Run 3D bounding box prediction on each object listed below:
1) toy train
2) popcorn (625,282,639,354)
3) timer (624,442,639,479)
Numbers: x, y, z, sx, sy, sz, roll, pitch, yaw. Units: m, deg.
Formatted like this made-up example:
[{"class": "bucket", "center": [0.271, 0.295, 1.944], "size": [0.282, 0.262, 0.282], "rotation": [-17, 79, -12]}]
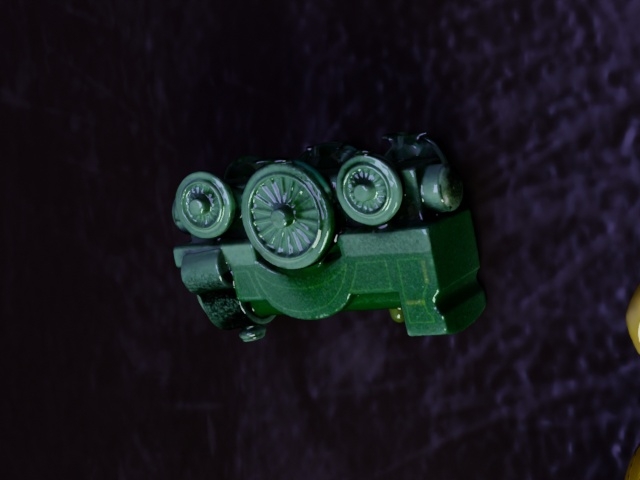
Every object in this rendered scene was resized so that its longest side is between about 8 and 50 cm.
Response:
[{"class": "toy train", "center": [0.000, 0.000, 0.993], "size": [0.178, 0.071, 0.105], "rotation": [-5, 102, 33]}, {"class": "popcorn", "center": [0.223, 0.020, 0.784], "size": [0.140, 0.194, 0.163], "rotation": [52, 161, 25]}, {"class": "timer", "center": [0.191, 0.119, 0.843], "size": [0.107, 0.107, 0.109], "rotation": [65, 166, 12]}]
